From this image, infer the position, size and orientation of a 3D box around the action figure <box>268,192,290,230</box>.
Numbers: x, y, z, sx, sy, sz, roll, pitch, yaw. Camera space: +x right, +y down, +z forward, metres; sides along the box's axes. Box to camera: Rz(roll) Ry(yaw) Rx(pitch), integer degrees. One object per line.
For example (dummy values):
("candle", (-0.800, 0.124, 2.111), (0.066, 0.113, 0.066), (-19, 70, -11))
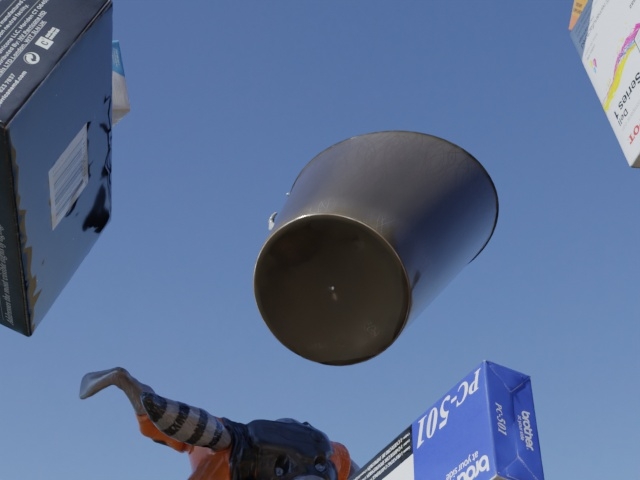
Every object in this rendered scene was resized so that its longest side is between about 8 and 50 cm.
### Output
("action figure", (0.000, 0.000, 1.848), (0.164, 0.141, 0.276), (11, -68, -18))

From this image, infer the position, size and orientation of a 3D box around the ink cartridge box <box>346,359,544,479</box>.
("ink cartridge box", (0.081, 0.185, 0.889), (0.046, 0.097, 0.207), (22, -46, -22))

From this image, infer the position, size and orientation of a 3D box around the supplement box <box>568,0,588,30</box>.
("supplement box", (0.448, -0.433, 1.867), (0.080, 0.233, 0.078), (7, 16, -7))

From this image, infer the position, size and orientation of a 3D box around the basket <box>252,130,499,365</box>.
("basket", (0.035, 0.006, 1.032), (0.204, 0.154, 0.227), (-6, 16, 18))

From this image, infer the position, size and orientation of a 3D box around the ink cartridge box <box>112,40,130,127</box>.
("ink cartridge box", (-0.315, -0.182, 1.444), (0.143, 0.092, 0.090), (-4, -13, -31))

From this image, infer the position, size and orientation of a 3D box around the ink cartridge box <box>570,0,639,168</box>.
("ink cartridge box", (0.464, -0.257, 1.625), (0.117, 0.278, 0.201), (3, -41, -19))

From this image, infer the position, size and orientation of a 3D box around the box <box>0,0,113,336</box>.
("box", (-0.376, -0.115, 1.148), (0.312, 0.179, 0.343), (24, -35, 8))

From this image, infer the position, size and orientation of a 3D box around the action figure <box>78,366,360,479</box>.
("action figure", (-0.073, 0.271, 1.282), (0.330, 0.341, 0.178), (15, -63, -34))
